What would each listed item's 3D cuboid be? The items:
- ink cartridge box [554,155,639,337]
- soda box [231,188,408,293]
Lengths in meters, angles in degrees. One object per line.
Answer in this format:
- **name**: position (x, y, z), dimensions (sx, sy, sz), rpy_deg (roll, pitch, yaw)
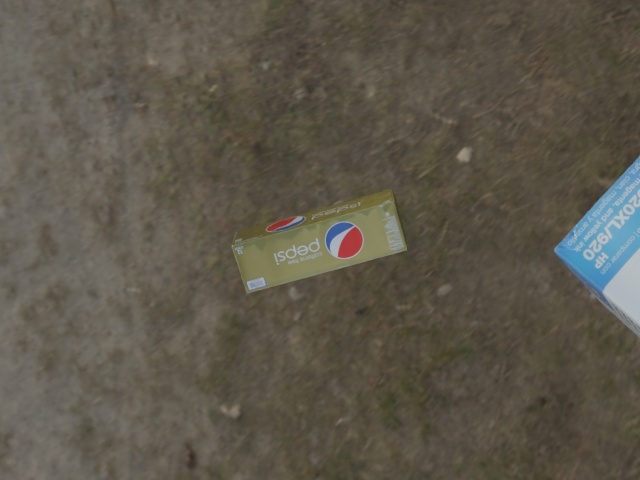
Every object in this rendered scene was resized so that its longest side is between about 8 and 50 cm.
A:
- **ink cartridge box**: position (0.329, 0.041, 0.923), dimensions (0.168, 0.171, 0.233), rpy_deg (-48, 58, 4)
- **soda box**: position (0.000, 0.000, 1.353), dimensions (0.181, 0.061, 0.058), rpy_deg (-15, 105, 5)
